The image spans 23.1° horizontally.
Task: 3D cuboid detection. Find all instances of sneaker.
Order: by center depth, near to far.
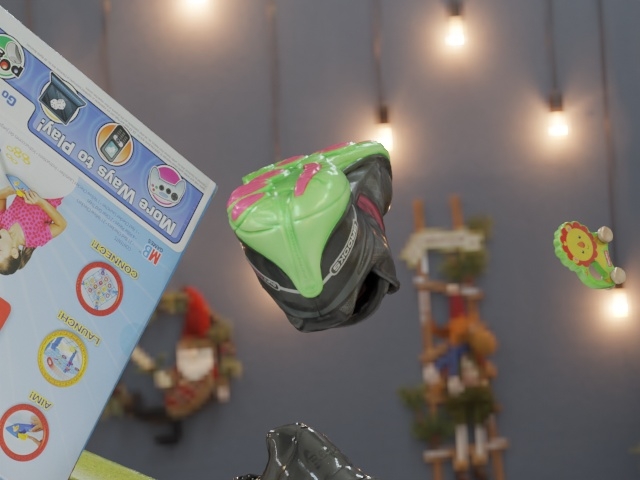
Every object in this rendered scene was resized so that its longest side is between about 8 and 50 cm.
[{"bbox_3d":[-0.051,0.282,1.394,0.130,0.286,0.109,45,24,27],"label":"sneaker"},{"bbox_3d":[0.000,0.000,1.869,0.185,0.202,0.483,-15,8,14],"label":"sneaker"}]

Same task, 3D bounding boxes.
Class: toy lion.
[{"bbox_3d":[0.370,0.021,2.183,0.096,0.100,0.034,-4,-21,-33],"label":"toy lion"}]

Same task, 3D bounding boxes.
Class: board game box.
[{"bbox_3d":[-0.266,-0.004,1.167,0.308,0.302,0.086,41,-30,-28],"label":"board game box"}]

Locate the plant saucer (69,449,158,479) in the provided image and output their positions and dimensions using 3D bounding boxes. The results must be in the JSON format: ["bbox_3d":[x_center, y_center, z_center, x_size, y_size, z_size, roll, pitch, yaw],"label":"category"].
[{"bbox_3d":[-0.236,0.288,1.443,0.188,0.188,0.045,17,-12,25],"label":"plant saucer"}]
